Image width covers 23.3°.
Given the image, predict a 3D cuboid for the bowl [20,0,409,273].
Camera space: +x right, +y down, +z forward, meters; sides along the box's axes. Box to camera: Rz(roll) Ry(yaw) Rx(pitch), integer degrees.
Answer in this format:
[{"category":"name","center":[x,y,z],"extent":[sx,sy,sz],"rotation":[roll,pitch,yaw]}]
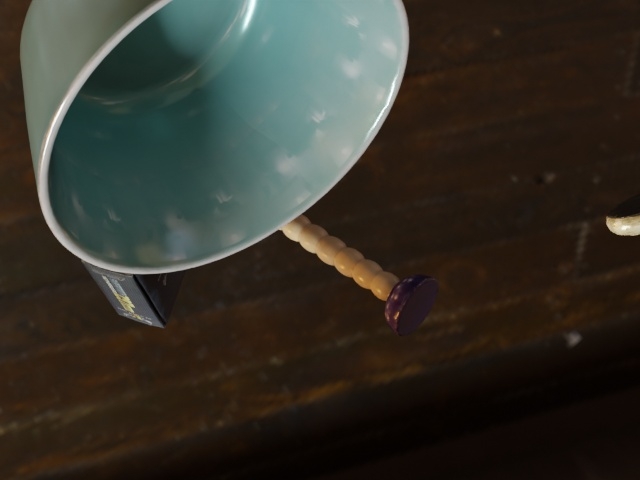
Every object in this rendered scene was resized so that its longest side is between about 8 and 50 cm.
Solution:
[{"category":"bowl","center":[-0.103,-0.140,1.192],"extent":[0.311,0.163,0.312],"rotation":[-24,145,-18]}]

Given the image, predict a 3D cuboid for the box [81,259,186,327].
[{"category":"box","center":[-0.154,-0.048,1.533],"extent":[0.183,0.059,0.233],"rotation":[80,28,-71]}]

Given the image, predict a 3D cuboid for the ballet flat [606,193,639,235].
[{"category":"ballet flat","center":[0.303,-0.019,1.250],"extent":[0.173,0.057,0.049],"rotation":[-7,106,-28]}]

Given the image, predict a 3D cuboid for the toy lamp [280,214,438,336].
[{"category":"toy lamp","center":[0.000,0.000,1.655],"extent":[0.080,0.274,0.080],"rotation":[-41,151,-30]}]
